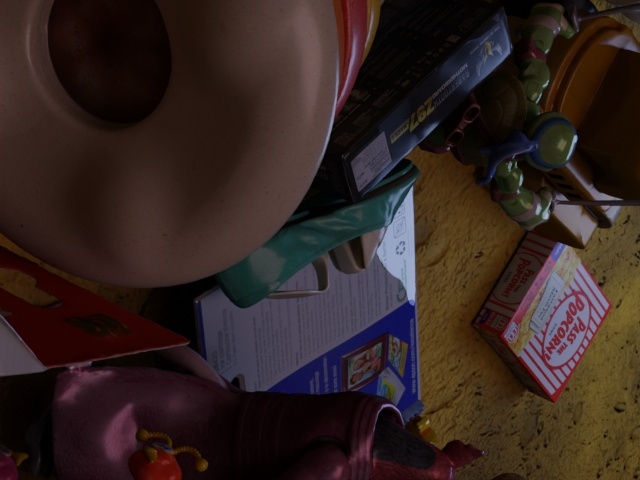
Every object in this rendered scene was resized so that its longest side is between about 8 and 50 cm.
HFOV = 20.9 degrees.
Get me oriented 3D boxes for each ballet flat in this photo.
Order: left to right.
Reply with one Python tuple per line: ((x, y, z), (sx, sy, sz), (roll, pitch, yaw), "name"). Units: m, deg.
((0.000, 0.000, 1.581), (0.247, 0.083, 0.087), (-24, 104, -37), "ballet flat")

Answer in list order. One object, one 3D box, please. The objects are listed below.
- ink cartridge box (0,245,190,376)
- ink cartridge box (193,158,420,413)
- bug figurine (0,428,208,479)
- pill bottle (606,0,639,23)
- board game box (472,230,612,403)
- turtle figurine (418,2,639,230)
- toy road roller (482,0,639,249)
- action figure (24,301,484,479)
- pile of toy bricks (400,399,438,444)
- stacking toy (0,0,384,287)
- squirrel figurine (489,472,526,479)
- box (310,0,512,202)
((-0.309, -0.005, 1.103), (0.385, 0.308, 0.091), (-4, 112, -50), "ink cartridge box")
((-0.022, 0.106, 1.715), (0.307, 0.072, 0.303), (-29, 130, -36), "ink cartridge box")
((-0.216, 0.191, 1.376), (0.072, 0.279, 0.216), (-43, 153, -46), "bug figurine")
((0.403, -0.297, 1.976), (0.221, 0.121, 0.121), (6, 103, -51), "pill bottle")
((0.268, 0.088, 2.073), (0.147, 0.045, 0.193), (-58, 142, -12), "board game box")
((0.191, -0.124, 1.672), (0.275, 0.266, 0.198), (-33, 127, -26), "turtle figurine")
((0.303, -0.116, 1.849), (0.329, 0.240, 0.202), (38, 78, -52), "toy road roller")
((-0.040, 0.164, 1.472), (0.248, 0.370, 0.275), (-35, 119, -64), "action figure")
((0.086, 0.263, 1.828), (0.118, 0.105, 0.212), (-32, 163, -35), "pile of toy bricks")
((-0.060, -0.184, 1.374), (0.480, 0.350, 0.350), (-29, 131, -59), "stacking toy")
((0.031, 0.423, 1.652), (0.370, 0.397, 0.281), (-5, 69, -47), "squirrel figurine")
((0.030, -0.145, 1.548), (0.233, 0.183, 0.059), (-44, 137, -29), "box")
